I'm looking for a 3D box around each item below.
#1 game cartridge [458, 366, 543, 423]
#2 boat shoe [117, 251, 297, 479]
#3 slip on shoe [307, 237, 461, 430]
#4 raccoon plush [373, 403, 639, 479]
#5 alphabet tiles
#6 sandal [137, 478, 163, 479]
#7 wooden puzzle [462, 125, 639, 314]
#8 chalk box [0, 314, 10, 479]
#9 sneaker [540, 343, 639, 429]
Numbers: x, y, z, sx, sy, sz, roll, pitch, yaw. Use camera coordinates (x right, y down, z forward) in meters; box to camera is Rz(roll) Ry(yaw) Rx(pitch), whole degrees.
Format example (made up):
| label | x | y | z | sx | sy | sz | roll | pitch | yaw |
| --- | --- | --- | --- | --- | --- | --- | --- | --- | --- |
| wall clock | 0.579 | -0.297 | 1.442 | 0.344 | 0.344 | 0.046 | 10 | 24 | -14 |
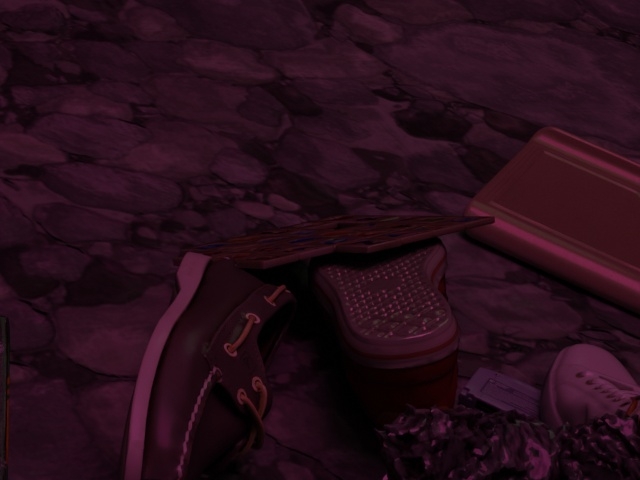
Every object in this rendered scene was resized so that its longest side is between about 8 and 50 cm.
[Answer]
| label | x | y | z | sx | sy | sz | roll | pitch | yaw |
| --- | --- | --- | --- | --- | --- | --- | --- | --- | --- |
| game cartridge | 0.161 | 0.136 | 1.527 | 0.083 | 0.017 | 0.056 | 25 | 33 | 15 |
| boat shoe | -0.081 | 0.107 | 1.350 | 0.097 | 0.116 | 0.324 | 13 | 23 | 0 |
| slip on shoe | 0.057 | 0.067 | 1.517 | 0.123 | 0.101 | 0.331 | -8 | 18 | -2 |
| raccoon plush | 0.138 | 0.288 | 0.947 | 0.216 | 0.299 | 0.446 | -4 | 35 | -33 |
| alphabet tiles | 0.000 | 0.000 | 1.585 | 0.237 | 0.009 | 0.198 | -13 | 10 | -42 |
| sandal | -0.093 | 0.254 | 1.111 | 0.097 | 0.054 | 0.254 | -15 | 41 | 6 |
| wooden puzzle | 0.276 | -0.017 | 1.837 | 0.221 | 0.044 | 0.238 | 25 | 34 | 14 |
| chalk box | -0.235 | 0.137 | 0.932 | 0.132 | 0.132 | 0.213 | 12 | 30 | -15 |
| sneaker | 0.252 | 0.150 | 1.428 | 0.106 | 0.123 | 0.290 | 17 | 28 | -15 |
